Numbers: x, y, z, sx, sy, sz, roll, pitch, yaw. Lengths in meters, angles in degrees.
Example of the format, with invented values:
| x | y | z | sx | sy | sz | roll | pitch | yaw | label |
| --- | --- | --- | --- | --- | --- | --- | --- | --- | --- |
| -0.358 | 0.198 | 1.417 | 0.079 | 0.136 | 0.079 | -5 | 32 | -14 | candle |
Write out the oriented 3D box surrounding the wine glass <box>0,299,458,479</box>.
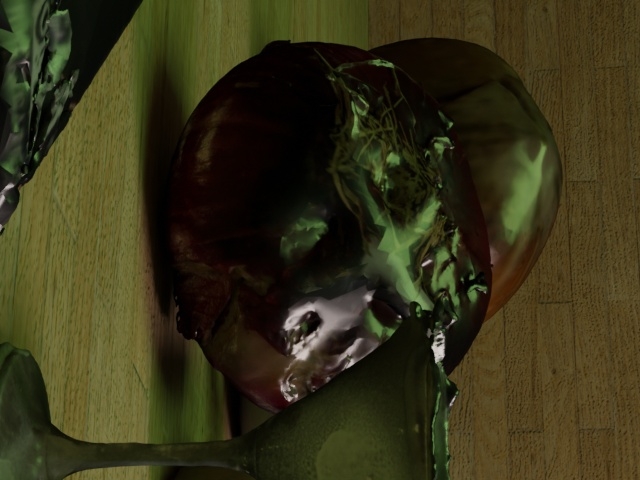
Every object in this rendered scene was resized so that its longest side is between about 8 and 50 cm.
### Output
| x | y | z | sx | sy | sz | roll | pitch | yaw | label |
| --- | --- | --- | --- | --- | --- | --- | --- | --- | --- |
| -0.049 | 0.108 | 1.002 | 0.156 | 0.232 | 0.156 | -1 | 90 | -83 | wine glass |

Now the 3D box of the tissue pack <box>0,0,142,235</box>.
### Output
| x | y | z | sx | sy | sz | roll | pitch | yaw | label |
| --- | --- | --- | --- | --- | --- | --- | --- | --- | --- |
| -0.137 | -0.166 | 0.806 | 0.332 | 0.123 | 0.245 | -76 | 169 | -61 | tissue pack |

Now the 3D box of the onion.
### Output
| x | y | z | sx | sy | sz | roll | pitch | yaw | label |
| --- | --- | --- | --- | --- | --- | --- | --- | --- | --- |
| 0.000 | 0.000 | 1.558 | 0.314 | 0.232 | 0.314 | 14 | 69 | -41 | onion |

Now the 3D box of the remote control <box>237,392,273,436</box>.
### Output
| x | y | z | sx | sy | sz | roll | pitch | yaw | label |
| --- | --- | --- | --- | --- | --- | --- | --- | --- | --- |
| -0.021 | 0.162 | 1.948 | 0.332 | 0.103 | 0.221 | 68 | 24 | -70 | remote control |

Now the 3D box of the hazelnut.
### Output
| x | y | z | sx | sy | sz | roll | pitch | yaw | label |
| --- | --- | --- | --- | --- | --- | --- | --- | --- | --- |
| 0.097 | -0.046 | 2.142 | 0.315 | 0.372 | 0.372 | 21 | 60 | -42 | hazelnut |

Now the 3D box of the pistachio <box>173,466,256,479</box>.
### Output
| x | y | z | sx | sy | sz | roll | pitch | yaw | label |
| --- | --- | --- | --- | --- | --- | --- | --- | --- | --- |
| -0.059 | 0.217 | 1.520 | 0.129 | 0.131 | 0.206 | -48 | -176 | 5 | pistachio |
